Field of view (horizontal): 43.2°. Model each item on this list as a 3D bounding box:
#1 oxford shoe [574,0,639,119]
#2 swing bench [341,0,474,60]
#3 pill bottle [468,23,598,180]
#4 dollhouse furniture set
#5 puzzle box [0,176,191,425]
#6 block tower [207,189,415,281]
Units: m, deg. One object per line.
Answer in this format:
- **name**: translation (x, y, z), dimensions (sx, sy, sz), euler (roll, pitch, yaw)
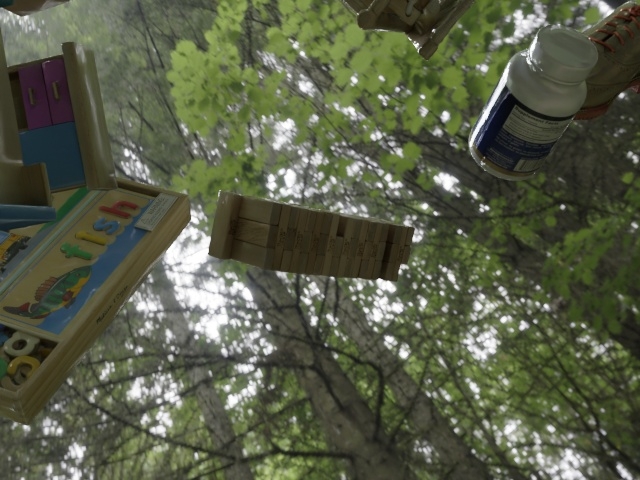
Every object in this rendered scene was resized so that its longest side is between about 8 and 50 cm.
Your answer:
- **oxford shoe**: translation (0.377, -0.258, 1.073), dimensions (0.348, 0.123, 0.130), euler (-26, -33, -35)
- **swing bench**: translation (0.122, -0.331, 0.807), dimensions (0.253, 0.165, 0.254), euler (-50, -22, 21)
- **pill bottle**: translation (0.239, -0.154, 0.907), dimensions (0.094, 0.094, 0.169), euler (-4, -35, -19)
- **dollhouse furniture set**: translation (-0.330, -0.140, 0.642), dimensions (0.198, 0.303, 0.287), euler (-10, -89, 8)
- **puzzle box**: translation (-0.389, 0.041, 1.092), dimensions (0.272, 0.409, 0.052), euler (14, -47, 15)
- **block tower**: translation (0.000, 0.000, 1.151), dimensions (0.335, 0.097, 0.091), euler (7, -85, -48)
